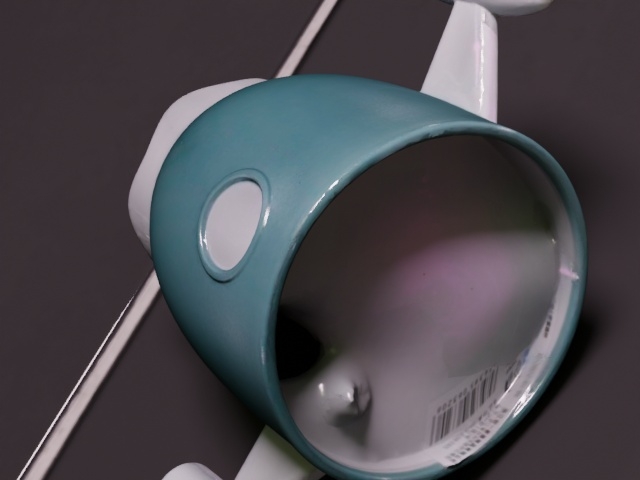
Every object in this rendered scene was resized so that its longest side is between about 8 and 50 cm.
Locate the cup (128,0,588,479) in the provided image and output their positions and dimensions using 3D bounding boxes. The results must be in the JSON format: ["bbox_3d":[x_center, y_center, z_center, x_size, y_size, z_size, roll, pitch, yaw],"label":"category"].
[{"bbox_3d":[0.000,0.000,0.614,0.173,0.167,0.299,32,99,49],"label":"cup"}]
